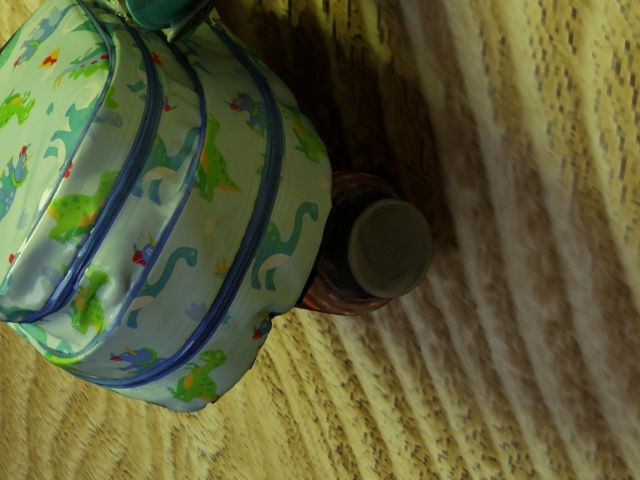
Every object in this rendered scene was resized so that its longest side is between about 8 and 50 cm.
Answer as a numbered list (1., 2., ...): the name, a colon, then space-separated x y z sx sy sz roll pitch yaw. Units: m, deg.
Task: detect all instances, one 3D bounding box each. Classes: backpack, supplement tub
1. backpack: -0.136 -0.031 1.354 0.273 0.290 0.355 30 -171 -45
2. supplement tub: 0.000 0.000 1.432 0.198 0.106 0.106 8 124 59

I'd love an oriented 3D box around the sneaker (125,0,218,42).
1. sneaker: -0.046 -0.203 1.213 0.295 0.178 0.124 0 117 61
